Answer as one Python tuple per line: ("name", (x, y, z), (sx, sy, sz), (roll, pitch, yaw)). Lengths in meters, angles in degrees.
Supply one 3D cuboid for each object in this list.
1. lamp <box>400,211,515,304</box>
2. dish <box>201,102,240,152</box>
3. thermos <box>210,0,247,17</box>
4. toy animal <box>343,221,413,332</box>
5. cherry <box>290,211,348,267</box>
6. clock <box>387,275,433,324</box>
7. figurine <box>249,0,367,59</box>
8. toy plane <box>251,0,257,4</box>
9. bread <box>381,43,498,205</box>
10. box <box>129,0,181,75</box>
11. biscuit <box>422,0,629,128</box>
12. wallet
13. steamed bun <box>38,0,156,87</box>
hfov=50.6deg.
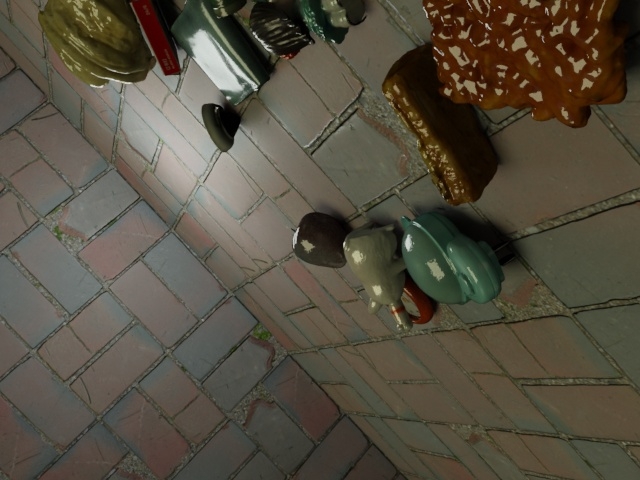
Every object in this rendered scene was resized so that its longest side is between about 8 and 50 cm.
("lamp", (0.271, 0.045, 1.419), (0.284, 0.147, 0.209), (10, 136, 55))
("dish", (-0.254, -0.317, 1.829), (0.141, 0.078, 0.141), (-22, -90, -77))
("thermos", (-0.222, -0.547, 1.352), (0.188, 0.083, 0.073), (64, 174, -36))
("toy animal", (0.160, 0.083, 1.683), (0.140, 0.138, 0.283), (5, 131, 54))
("cherry", (0.002, 0.000, 1.837), (0.176, 0.140, 0.176), (18, 162, 6))
("clock", (0.217, 0.143, 1.812), (0.205, 0.051, 0.205), (39, 158, 19))
("figurine", (-0.026, -0.398, 1.233), (0.245, 0.110, 0.138), (6, 139, 47))
("toy plane", (-0.098, -0.466, 1.338), (0.083, 0.033, 0.080), (33, 155, 12))
("bread", (0.201, -0.188, 1.152), (0.077, 0.139, 0.271), (-5, 129, 50))
("box", (-0.412, -0.530, 1.693), (0.229, 0.050, 0.123), (72, -179, -48))
("biscuit", (0.258, -0.304, 0.884), (0.318, 0.110, 0.312), (26, 149, 40))
("wallet", (-0.245, -0.443, 1.612), (0.251, 0.054, 0.290), (52, 159, -12))
("steamed bun", (-0.586, -0.566, 1.721), (0.325, 0.230, 0.372), (60, 174, 37))
